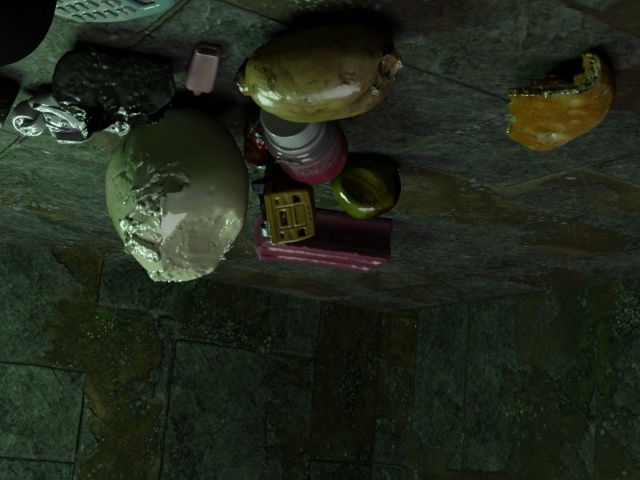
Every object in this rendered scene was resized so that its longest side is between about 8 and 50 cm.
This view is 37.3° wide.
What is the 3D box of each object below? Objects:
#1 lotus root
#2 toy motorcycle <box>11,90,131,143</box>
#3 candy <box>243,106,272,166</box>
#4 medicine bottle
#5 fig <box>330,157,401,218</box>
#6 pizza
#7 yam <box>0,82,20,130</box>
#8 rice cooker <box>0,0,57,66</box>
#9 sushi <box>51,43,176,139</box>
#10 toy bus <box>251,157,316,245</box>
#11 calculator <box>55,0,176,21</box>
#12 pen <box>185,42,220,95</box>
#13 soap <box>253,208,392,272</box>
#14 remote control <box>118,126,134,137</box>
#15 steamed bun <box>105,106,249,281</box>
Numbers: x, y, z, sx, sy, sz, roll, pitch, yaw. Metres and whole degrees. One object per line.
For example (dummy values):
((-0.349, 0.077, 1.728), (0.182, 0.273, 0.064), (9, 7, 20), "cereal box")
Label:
((-0.010, -0.262, 1.494), (0.284, 0.146, 0.160), (1, 149, 28), "lotus root")
((-0.488, -0.251, 1.856), (0.254, 0.112, 0.112), (-1, 166, 11), "toy motorcycle")
((-0.119, -0.206, 1.907), (0.059, 0.086, 0.292), (22, 167, 2), "candy")
((-0.034, -0.199, 1.781), (0.147, 0.147, 0.247), (2, 167, 12), "medicine bottle")
((0.099, -0.120, 2.122), (0.165, 0.144, 0.154), (19, -161, -22), "fig")
((0.405, -0.232, 1.629), (0.182, 0.074, 0.365), (2, 167, 6), "pizza")
((-0.668, -0.268, 1.802), (0.183, 0.107, 0.107), (18, 162, -33), "yam")
((-0.453, -0.329, 1.141), (0.224, 0.267, 0.267), (-11, 161, 30), "rice cooker")
((-0.361, -0.252, 1.661), (0.212, 0.147, 0.115), (1, 164, -16), "sushi")
((-0.075, -0.098, 2.012), (0.123, 0.121, 0.335), (-10, -161, 1), "toy bus")
((-0.313, -0.370, 1.360), (0.295, 0.042, 0.184), (-2, 166, 39), "calculator")
((-0.207, -0.295, 1.672), (0.053, 0.032, 0.197), (7, 165, -13), "pen")
((0.000, 0.000, 2.678), (0.359, 0.128, 0.233), (8, 166, -15), "soap")
((-0.329, -0.206, 2.111), (0.067, 0.029, 0.261), (-8, 162, 44), "remote control")
((-0.307, -0.101, 1.879), (0.233, 0.312, 0.334), (4, 129, -36), "steamed bun")
